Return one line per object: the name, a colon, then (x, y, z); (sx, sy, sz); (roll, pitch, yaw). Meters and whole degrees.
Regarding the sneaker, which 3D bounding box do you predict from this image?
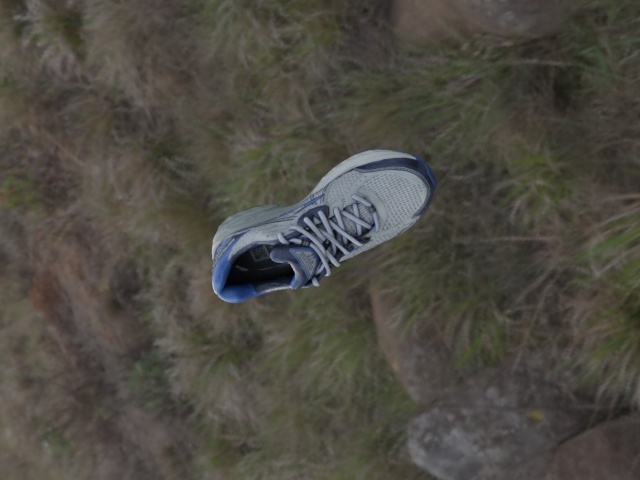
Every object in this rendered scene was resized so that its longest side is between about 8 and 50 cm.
sneaker: (0.000, 0.000, 0.531); (0.135, 0.058, 0.052); (-26, 112, 22)
